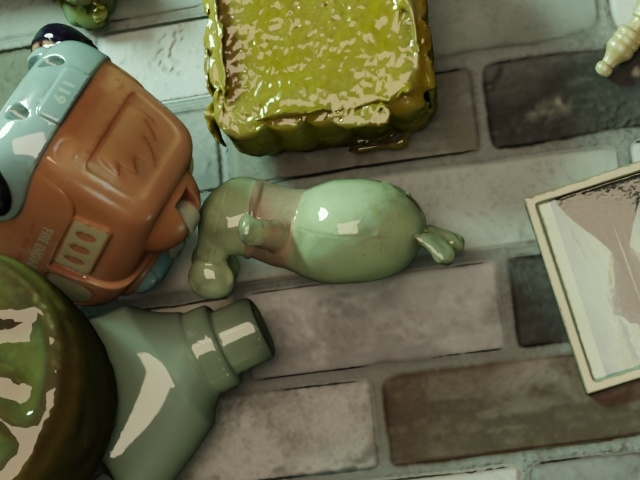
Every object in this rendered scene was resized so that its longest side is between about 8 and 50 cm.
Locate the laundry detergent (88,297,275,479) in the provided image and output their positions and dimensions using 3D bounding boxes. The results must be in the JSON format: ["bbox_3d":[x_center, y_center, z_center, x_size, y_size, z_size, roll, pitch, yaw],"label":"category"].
[{"bbox_3d":[-0.228,0.182,1.651,0.398,0.124,0.264,-24,72,5],"label":"laundry detergent"}]

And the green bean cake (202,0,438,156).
[{"bbox_3d":[-0.003,-0.199,1.676,0.230,0.131,0.224,-7,79,8],"label":"green bean cake"}]

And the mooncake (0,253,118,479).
[{"bbox_3d":[-0.336,0.147,1.539,0.284,0.155,0.284,-4,70,11],"label":"mooncake"}]

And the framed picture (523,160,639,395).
[{"bbox_3d":[0.293,0.031,1.618,0.150,0.015,0.203,-17,75,8],"label":"framed picture"}]

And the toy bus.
[{"bbox_3d":[-0.230,-0.052,1.632,0.232,0.287,0.194,28,58,-5],"label":"toy bus"}]

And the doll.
[{"bbox_3d":[-0.005,-0.012,1.627,0.275,0.155,0.113,-6,97,14],"label":"doll"}]

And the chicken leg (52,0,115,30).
[{"bbox_3d":[-0.386,-0.325,1.796,0.429,0.153,0.201,20,96,9],"label":"chicken leg"}]

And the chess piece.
[{"bbox_3d":[0.301,-0.199,1.658,0.035,0.035,0.092,40,92,17],"label":"chess piece"}]
